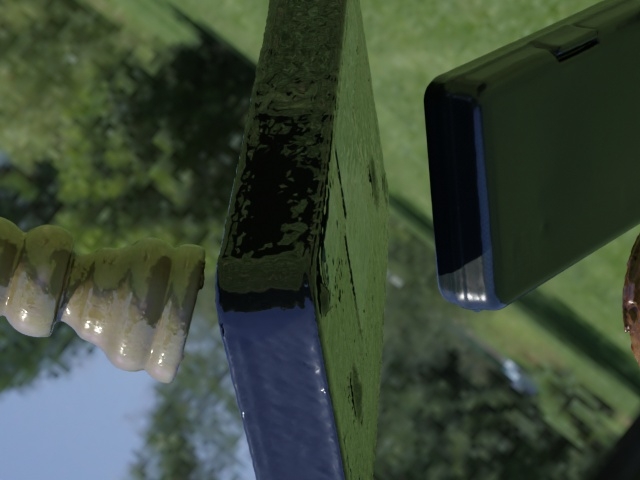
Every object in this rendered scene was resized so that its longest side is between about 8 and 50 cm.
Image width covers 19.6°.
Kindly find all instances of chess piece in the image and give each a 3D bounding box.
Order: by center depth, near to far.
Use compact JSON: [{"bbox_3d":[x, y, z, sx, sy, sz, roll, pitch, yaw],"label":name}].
[{"bbox_3d":[-0.164,0.026,1.192,0.170,0.094,0.094,16,-175,-6],"label":"chess piece"}]

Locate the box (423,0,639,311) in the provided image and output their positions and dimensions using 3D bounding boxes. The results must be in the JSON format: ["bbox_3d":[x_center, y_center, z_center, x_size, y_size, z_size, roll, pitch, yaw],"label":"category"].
[{"bbox_3d":[0.155,-0.059,1.213,0.050,0.160,0.230,11,-154,39],"label":"box"}]

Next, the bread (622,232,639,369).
[{"bbox_3d":[0.212,0.046,0.850,0.073,0.160,0.160,-15,137,45],"label":"bread"}]

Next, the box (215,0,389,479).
[{"bbox_3d":[0.000,0.000,1.094,0.350,0.058,0.211,-84,-14,-51],"label":"box"}]
